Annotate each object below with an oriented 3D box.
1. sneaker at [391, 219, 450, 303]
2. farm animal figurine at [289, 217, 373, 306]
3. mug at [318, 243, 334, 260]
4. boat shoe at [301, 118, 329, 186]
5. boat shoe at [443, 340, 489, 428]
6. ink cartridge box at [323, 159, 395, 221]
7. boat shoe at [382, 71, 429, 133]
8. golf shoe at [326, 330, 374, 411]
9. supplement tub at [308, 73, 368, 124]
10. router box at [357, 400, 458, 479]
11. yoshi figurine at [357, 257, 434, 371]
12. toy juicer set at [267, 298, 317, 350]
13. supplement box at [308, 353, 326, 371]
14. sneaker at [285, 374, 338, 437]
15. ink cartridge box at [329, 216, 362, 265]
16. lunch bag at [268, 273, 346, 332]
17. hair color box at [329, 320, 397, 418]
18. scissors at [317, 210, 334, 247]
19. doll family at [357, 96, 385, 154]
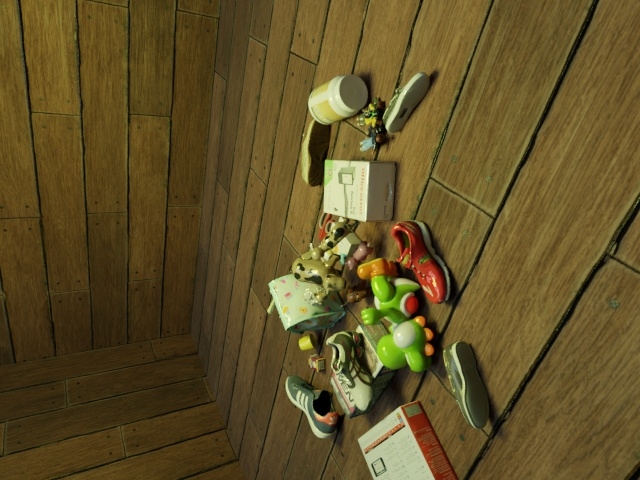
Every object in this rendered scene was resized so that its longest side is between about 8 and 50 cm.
[{"bbox_3d":[0.284,0.067,1.324,0.107,0.118,0.279,-54,49,49],"label":"sneaker"},{"bbox_3d":[0.026,0.099,1.574,0.327,0.172,0.330,-4,112,35],"label":"farm animal figurine"},{"bbox_3d":[0.028,0.047,1.822,0.064,0.062,0.078,44,138,38],"label":"mug"},{"bbox_3d":[-0.035,-0.365,1.824,0.089,0.104,0.285,40,128,47],"label":"boat shoe"},{"bbox_3d":[0.396,0.396,1.224,0.068,0.081,0.228,138,129,-57],"label":"boat shoe"},{"bbox_3d":[0.128,-0.181,1.559,0.273,0.115,0.198,18,110,58],"label":"ink cartridge box"},{"bbox_3d":[0.249,-0.428,1.356,0.219,0.078,0.070,-57,48,49],"label":"boat shoe"},{"bbox_3d":[0.095,0.442,1.496,0.105,0.120,0.273,-36,65,53],"label":"golf shoe"},{"bbox_3d":[0.063,-0.504,1.597,0.199,0.144,0.144,3,97,60],"label":"supplement tub"},{"bbox_3d":[0.280,0.739,1.463,0.301,0.082,0.335,65,144,30],"label":"router box"},{"bbox_3d":[0.217,0.253,1.418,0.203,0.203,0.362,112,141,-63],"label":"yoshi figurine"},{"bbox_3d":[-0.108,0.313,1.929,0.089,0.329,0.209,-23,37,17],"label":"toy juicer set"},{"bbox_3d":[-0.015,0.543,1.978,0.083,0.043,0.055,0,95,60],"label":"supplement box"},{"bbox_3d":[-0.030,0.686,1.960,0.350,0.131,0.148,39,120,44],"label":"sneaker"},{"bbox_3d":[0.082,-0.001,1.717,0.181,0.061,0.104,54,138,42],"label":"ink cartridge box"},{"bbox_3d":[-0.064,0.247,1.806,0.160,0.262,0.223,-56,48,47],"label":"lunch bag"},{"bbox_3d":[0.158,0.470,1.612,0.174,0.105,0.347,57,139,39],"label":"hair color box"},{"bbox_3d":[0.000,0.000,1.905,0.109,0.021,0.297,58,142,34],"label":"scissors"},{"bbox_3d":[0.177,-0.384,1.497,0.111,0.076,0.193,-8,92,55],"label":"doll family"}]
